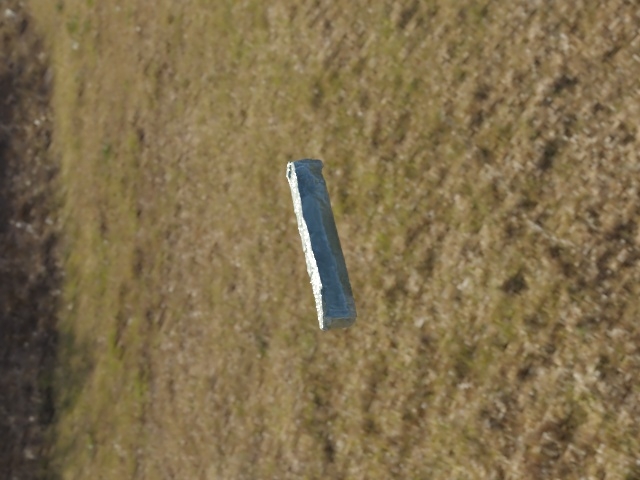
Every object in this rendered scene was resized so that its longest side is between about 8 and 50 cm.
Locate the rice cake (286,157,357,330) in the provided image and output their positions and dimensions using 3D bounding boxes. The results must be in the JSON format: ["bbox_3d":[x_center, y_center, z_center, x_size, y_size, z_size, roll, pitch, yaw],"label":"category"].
[{"bbox_3d":[0.000,0.000,0.645,0.021,0.022,0.121,112,151,-53],"label":"rice cake"}]
